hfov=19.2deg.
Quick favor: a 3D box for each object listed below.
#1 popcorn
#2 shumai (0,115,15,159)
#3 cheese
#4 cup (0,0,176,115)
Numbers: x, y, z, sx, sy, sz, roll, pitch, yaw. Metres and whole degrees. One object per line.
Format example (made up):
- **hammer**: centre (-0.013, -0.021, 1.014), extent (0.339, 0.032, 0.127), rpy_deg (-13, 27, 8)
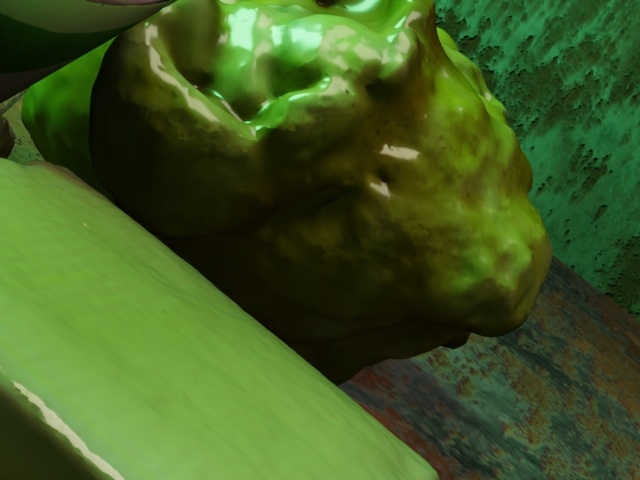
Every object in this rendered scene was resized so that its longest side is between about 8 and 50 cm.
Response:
- **popcorn**: centre (-0.041, -0.053, 1.160), extent (0.292, 0.293, 0.334), rpy_deg (-3, 8, -27)
- **shumai**: centre (-0.228, -0.082, 0.796), extent (0.201, 0.120, 0.201), rpy_deg (1, 4, 0)
- **cheese**: centre (-0.092, 0.078, 0.697), extent (0.242, 0.124, 0.265), rpy_deg (35, 11, 11)
- **cup**: centre (-0.169, -0.179, 0.926), extent (0.253, 0.253, 0.274), rpy_deg (30, -21, -32)
